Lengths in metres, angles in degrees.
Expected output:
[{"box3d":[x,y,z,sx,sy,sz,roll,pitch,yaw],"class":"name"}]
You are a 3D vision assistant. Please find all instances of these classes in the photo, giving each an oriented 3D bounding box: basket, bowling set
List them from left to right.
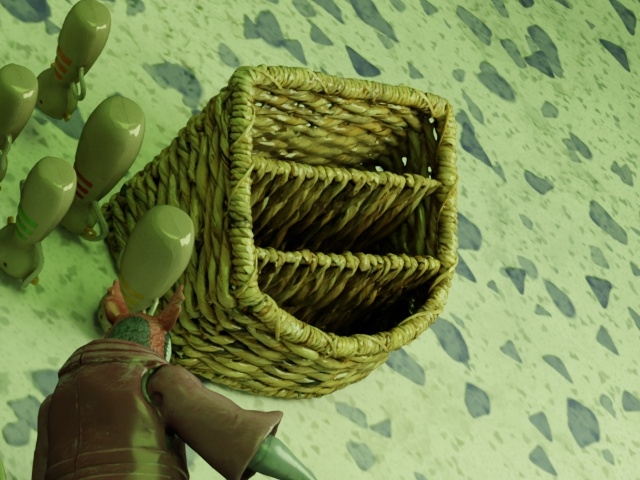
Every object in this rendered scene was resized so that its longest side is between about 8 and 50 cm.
[{"box3d":[-0.242,-0.054,1.543,0.200,0.154,0.287,-2,56,-30],"class":"bowling set"},{"box3d":[0.000,0.000,1.669,0.299,0.223,0.213,6,50,-49],"class":"basket"}]

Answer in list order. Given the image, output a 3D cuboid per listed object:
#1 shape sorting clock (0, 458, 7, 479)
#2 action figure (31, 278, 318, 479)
[{"box3d":[-0.295,0.173,1.173,0.206,0.040,0.206,-1,58,1],"class":"shape sorting clock"},{"box3d":[-0.148,0.185,1.248,0.276,0.248,0.370,31,47,-46],"class":"action figure"}]
